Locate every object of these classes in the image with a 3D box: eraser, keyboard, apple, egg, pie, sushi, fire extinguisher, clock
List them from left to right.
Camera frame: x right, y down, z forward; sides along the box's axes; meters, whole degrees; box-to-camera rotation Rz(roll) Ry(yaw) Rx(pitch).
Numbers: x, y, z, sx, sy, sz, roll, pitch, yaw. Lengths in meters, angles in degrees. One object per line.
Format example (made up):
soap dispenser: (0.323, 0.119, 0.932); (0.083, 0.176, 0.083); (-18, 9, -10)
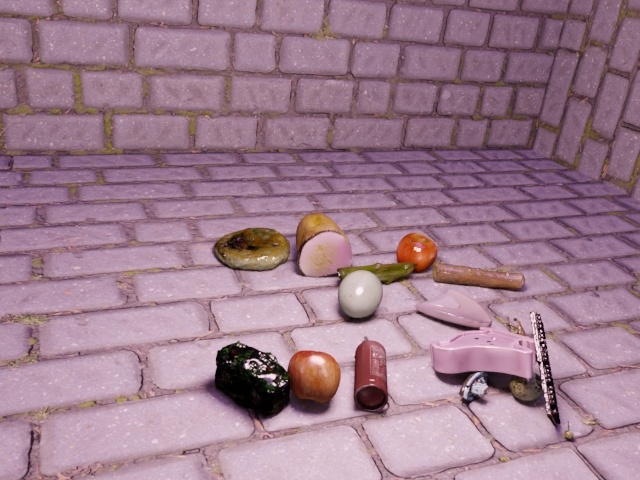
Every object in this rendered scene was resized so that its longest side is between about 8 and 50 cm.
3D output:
sushi: (-0.183, 0.362, 1.611); (0.225, 0.127, 0.124); (24, 30, 28)
pie: (-0.265, 0.026, 2.361); (0.323, 0.070, 0.323); (4, 25, -2)
apple: (-0.016, 0.367, 1.630); (0.146, 0.146, 0.130); (8, 69, 1)
egg: (0.133, 0.181, 2.042); (0.149, 0.149, 0.192); (15, 33, 16)
fire extinguisher: (0.145, 0.367, 1.729); (0.105, 0.104, 0.269); (7, 25, 0)
apple: (0.378, 0.051, 2.400); (0.163, 0.139, 0.163); (18, 23, -8)
eraser: (0.478, 0.251, 2.087); (0.204, 0.059, 0.243); (-16, 30, -40)
clock: (0.493, 0.337, 1.776); (0.275, 0.080, 0.290); (-7, 6, -30)
egg: (0.596, 0.417, 1.739); (0.110, 0.085, 0.085); (6, 25, -13)
keyboard: (0.634, 0.354, 1.710); (0.027, 0.106, 0.317); (-15, 51, 25)

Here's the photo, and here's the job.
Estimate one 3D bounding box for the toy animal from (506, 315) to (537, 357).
toy animal: (0.647, 0.315, 1.996); (0.086, 0.069, 0.219); (23, 26, -18)

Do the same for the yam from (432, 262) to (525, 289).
yam: (0.609, 0.140, 2.334); (0.357, 0.081, 0.081); (6, 25, 2)

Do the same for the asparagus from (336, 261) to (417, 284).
asparagus: (0.208, 0.123, 2.262); (0.343, 0.085, 0.082); (-5, 31, -27)

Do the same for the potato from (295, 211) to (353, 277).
potato: (0.000, 0.000, 2.322); (0.229, 0.229, 0.266); (3, 30, -8)

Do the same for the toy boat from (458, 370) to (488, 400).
toy boat: (0.448, 0.417, 1.727); (0.066, 0.059, 0.140); (5, 19, 42)

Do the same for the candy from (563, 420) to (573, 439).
candy: (0.673, 0.512, 1.641); (0.023, 0.025, 0.083); (57, 27, 2)
